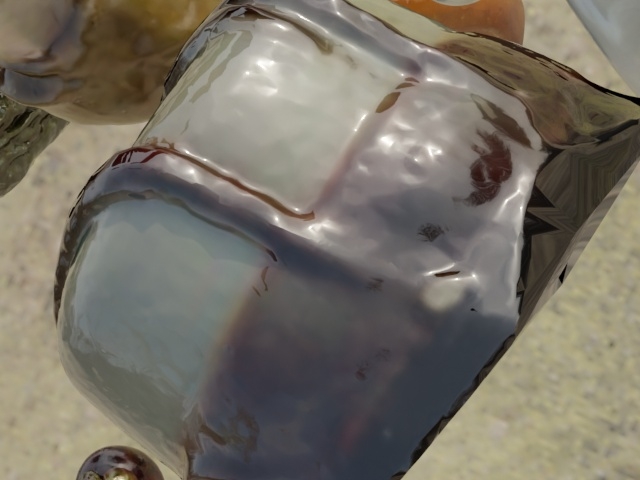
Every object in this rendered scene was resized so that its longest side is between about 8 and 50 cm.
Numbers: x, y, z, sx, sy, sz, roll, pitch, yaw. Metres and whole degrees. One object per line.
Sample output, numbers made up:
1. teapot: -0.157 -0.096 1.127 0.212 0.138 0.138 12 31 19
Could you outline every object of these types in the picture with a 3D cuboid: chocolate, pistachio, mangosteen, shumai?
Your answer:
1. chocolate: -0.008 -0.002 0.895 0.283 0.186 0.283 -52 3 3
2. pistachio: -0.183 -0.193 1.620 0.260 0.213 0.163 -132 28 -53
3. mangosteen: -0.171 0.215 1.675 0.081 0.081 0.081 -31 47 39
4. shumai: -0.396 -0.168 2.214 0.189 0.218 0.256 9 41 20

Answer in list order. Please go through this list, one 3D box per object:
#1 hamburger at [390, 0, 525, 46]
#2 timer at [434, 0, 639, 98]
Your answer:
1. hamburger: 0.029 -0.263 1.765 0.330 0.330 0.250 -9 79 50
2. timer: 0.191 -0.175 1.287 0.240 0.233 0.233 -33 44 17
